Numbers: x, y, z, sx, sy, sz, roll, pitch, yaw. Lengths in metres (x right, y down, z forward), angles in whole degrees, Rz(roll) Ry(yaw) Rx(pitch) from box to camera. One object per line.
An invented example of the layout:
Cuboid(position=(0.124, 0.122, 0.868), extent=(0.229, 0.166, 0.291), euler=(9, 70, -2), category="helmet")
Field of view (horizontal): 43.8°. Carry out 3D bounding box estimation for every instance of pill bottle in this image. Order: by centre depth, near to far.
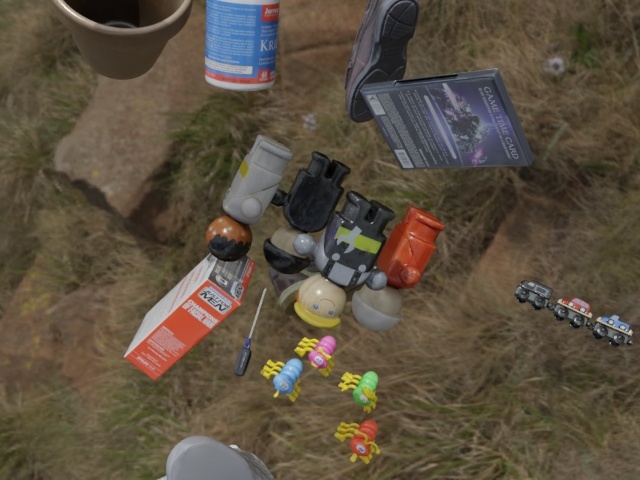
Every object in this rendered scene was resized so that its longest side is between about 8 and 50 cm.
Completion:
Cuboid(position=(-0.131, -0.374, 1.341), extent=(0.124, 0.124, 0.221), euler=(26, 123, 37), category="pill bottle")

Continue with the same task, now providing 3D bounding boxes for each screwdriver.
Cuboid(position=(-0.128, 0.165, 1.453), extent=(0.025, 0.024, 0.170), euler=(6, 72, 20), category="screwdriver")

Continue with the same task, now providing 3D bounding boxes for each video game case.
Cuboid(position=(0.222, -0.207, 1.415), extent=(0.274, 0.196, 0.026), euler=(2, 47, 40), category="video game case")

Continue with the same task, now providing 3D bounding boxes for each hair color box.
Cuboid(position=(-0.157, 0.084, 0.958), extent=(0.167, 0.053, 0.093), euler=(-42, 17, 27), category="hair color box")

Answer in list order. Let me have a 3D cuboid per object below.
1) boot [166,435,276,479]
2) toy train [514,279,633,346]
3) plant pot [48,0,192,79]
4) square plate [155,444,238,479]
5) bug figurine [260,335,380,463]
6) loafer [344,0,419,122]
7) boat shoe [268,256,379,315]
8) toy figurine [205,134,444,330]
Cuboid(position=(-0.120, 0.305, 1.007), extent=(0.095, 0.258, 0.123), euler=(-42, 36, -9), category="boot")
Cuboid(position=(0.328, 0.092, 1.027), extent=(0.158, 0.027, 0.036), euler=(26, 70, 12), category="toy train")
Cuboid(position=(-0.377, -0.425, 1.488), extent=(0.229, 0.263, 0.263), euler=(124, 138, -63), category="plant pot")
Cuboid(position=(-0.250, 0.608, 1.495), extent=(0.344, 0.049, 0.347), euler=(-23, 89, -9), category="square plate")
Cuboid(position=(0.027, 0.292, 1.549), extent=(0.279, 0.216, 0.072), euler=(40, 126, -7), category="bug figurine")
Cuboid(position=(0.111, -0.372, 1.564), extent=(0.095, 0.109, 0.302), euler=(64, 149, 34), category="loafer")
Cuboid(position=(0.026, 0.041, 1.066), extent=(0.080, 0.223, 0.073), euler=(-47, 65, 40), category="boat shoe")
Cuboid(position=(0.000, 0.000, 0.843), extent=(0.213, 0.209, 0.148), euler=(33, 103, 25), category="toy figurine")
